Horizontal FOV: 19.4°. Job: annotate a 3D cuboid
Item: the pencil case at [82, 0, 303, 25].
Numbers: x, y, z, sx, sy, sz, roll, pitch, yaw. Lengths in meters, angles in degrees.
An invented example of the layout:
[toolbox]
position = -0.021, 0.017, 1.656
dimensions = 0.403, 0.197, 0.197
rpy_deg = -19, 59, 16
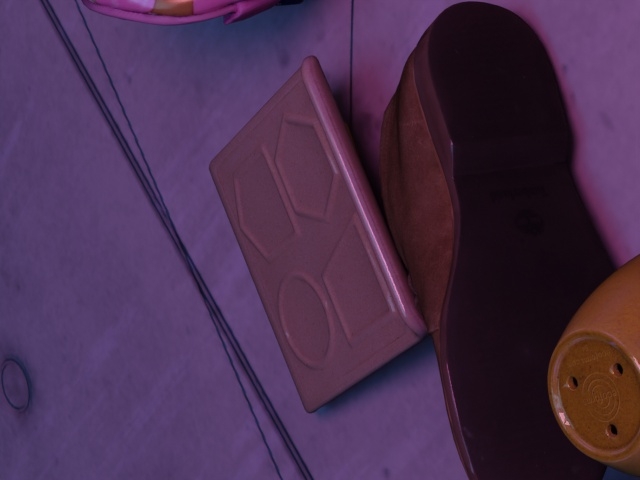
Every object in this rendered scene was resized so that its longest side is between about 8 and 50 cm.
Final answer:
[pencil case]
position = -0.079, -0.332, 1.171
dimensions = 0.160, 0.167, 0.386
rpy_deg = -100, 10, -74

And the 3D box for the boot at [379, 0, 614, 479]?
[boot]
position = 0.097, 0.023, 1.093
dimensions = 0.115, 0.112, 0.305
rpy_deg = 138, 128, -60

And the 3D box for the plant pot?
[plant pot]
position = 0.172, 0.069, 0.957
dimensions = 0.134, 0.095, 0.134
rpy_deg = 18, 113, 48

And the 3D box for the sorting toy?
[sorting toy]
position = 0.000, 0.000, 1.243
dimensions = 0.193, 0.038, 0.208
rpy_deg = 68, 154, 11
